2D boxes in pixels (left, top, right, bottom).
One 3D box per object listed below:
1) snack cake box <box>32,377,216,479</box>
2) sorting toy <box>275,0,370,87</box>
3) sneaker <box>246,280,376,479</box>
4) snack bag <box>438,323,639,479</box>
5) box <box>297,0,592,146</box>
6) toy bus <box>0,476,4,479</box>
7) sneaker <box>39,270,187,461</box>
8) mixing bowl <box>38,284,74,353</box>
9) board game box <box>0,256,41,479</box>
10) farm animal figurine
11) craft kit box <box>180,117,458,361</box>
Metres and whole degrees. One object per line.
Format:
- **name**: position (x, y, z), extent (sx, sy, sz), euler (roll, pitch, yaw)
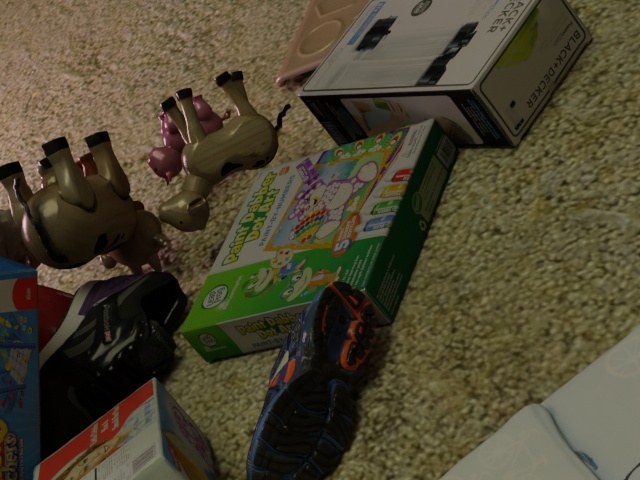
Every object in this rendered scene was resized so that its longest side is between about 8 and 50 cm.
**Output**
- **snack cake box**: position (-0.179, 0.231, 1.521), extent (0.152, 0.089, 0.264), euler (-39, 13, 1)
- **sorting toy**: position (0.047, -0.282, 2.107), extent (0.208, 0.038, 0.193), euler (-22, 33, 37)
- **sneaker**: position (-0.014, 0.145, 1.552), extent (0.087, 0.083, 0.221), euler (-38, 22, 53)
- **snack bag**: position (0.218, 0.198, 1.238), extent (0.342, 0.037, 0.323), euler (-38, 29, 2)
- **box**: position (0.130, -0.189, 1.822), extent (0.290, 0.087, 0.169), euler (6, 52, 52)
- **toy bus**: position (-0.400, 0.269, 1.586), extent (0.333, 0.130, 0.108), euler (10, 11, 32)
- **sneaker**: position (-0.223, 0.130, 1.776), extent (0.124, 0.107, 0.283), euler (-16, 37, 26)
- **mixing bowl**: position (-0.359, 0.114, 1.893), extent (0.181, 0.098, 0.181), euler (-53, 13, 18)
- **board game box**: position (-0.390, 0.158, 1.745), extent (0.086, 0.302, 0.308), euler (-5, 10, -33)
- **farm animal figurine**: position (-0.223, -0.042, 1.916), extent (0.330, 0.172, 0.327), euler (-26, -2, 39)
- **craft kit box**: position (0.000, 0.000, 1.748), extent (0.247, 0.061, 0.250), euler (-18, 35, 38)
